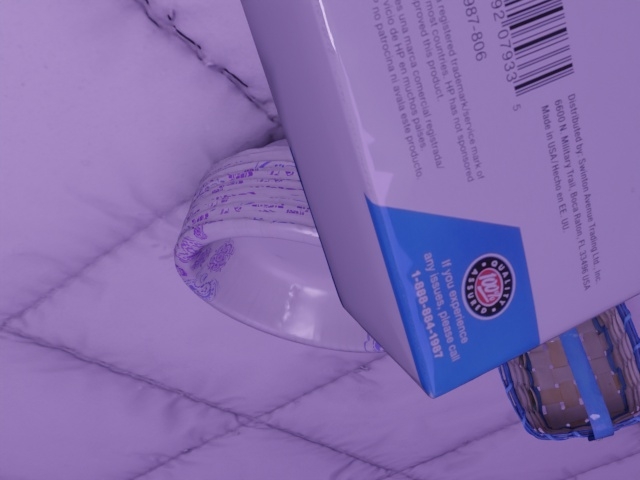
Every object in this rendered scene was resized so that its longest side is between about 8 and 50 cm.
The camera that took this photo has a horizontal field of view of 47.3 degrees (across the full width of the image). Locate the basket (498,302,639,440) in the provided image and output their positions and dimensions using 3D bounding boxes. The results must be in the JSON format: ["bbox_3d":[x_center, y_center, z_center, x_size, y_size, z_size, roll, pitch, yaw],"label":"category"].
[{"bbox_3d":[0.356,0.168,1.042,0.201,0.255,0.289,-15,154,9],"label":"basket"}]

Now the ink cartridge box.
[{"bbox_3d":[0.179,-0.116,0.525,0.395,0.166,0.285,-23,114,-12],"label":"ink cartridge box"}]

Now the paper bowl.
[{"bbox_3d":[0.000,0.000,0.775,0.284,0.148,0.284,11,153,6],"label":"paper bowl"}]
